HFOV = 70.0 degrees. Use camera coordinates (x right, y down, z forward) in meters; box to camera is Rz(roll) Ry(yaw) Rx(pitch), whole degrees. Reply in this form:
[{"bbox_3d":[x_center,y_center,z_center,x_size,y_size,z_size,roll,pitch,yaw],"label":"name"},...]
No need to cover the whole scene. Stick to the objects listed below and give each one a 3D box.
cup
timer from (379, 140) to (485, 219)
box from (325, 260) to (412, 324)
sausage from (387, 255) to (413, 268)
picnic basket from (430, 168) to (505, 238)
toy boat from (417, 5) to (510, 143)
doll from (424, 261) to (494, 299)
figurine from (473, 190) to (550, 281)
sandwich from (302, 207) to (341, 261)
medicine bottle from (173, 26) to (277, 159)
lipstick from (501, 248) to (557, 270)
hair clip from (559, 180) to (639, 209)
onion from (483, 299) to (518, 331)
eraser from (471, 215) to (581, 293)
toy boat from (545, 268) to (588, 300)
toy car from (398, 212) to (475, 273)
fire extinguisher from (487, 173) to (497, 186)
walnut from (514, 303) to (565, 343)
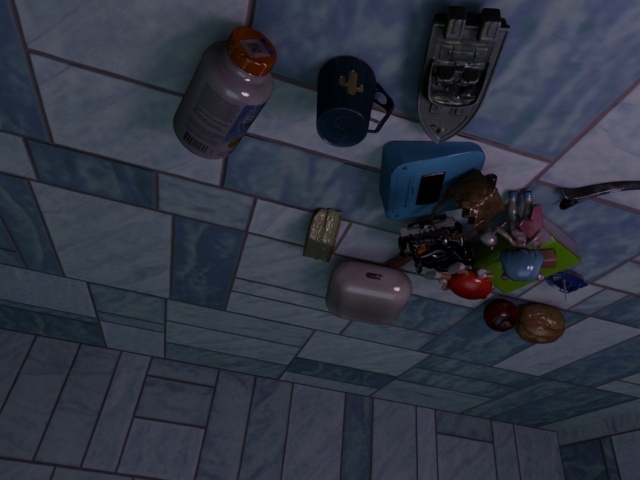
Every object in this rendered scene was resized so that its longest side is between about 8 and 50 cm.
[{"bbox_3d":[0.071,-0.287,0.979,0.176,0.155,0.131,13,146,-7],"label":"cup"},{"bbox_3d":[0.290,-0.166,1.217,0.249,0.092,0.232,-6,145,-2],"label":"timer"},{"bbox_3d":[0.167,0.196,1.658,0.288,0.141,0.349,9,152,1],"label":"box"},{"bbox_3d":[0.289,0.058,1.554,0.041,0.036,0.158,15,145,-26],"label":"sausage"},{"bbox_3d":[0.371,-0.078,1.180,0.178,0.128,0.137,-41,138,7],"label":"picnic basket"},{"bbox_3d":[0.276,-0.322,0.948,0.141,0.092,0.320,6,147,5],"label":"toy boat"},{"bbox_3d":[0.456,0.125,1.423,0.217,0.085,0.183,25,150,-23],"label":"doll"},{"bbox_3d":[0.532,-0.007,1.263,0.205,0.103,0.261,-2,104,17],"label":"figurine"},{"bbox_3d":[0.000,0.000,1.473,0.094,0.096,0.258,14,143,-1],"label":"sandwich"},{"bbox_3d":[-0.201,-0.314,0.984,0.156,0.157,0.288,24,142,-24],"label":"medicine bottle"},{"bbox_3d":[0.610,0.057,1.341,0.145,0.045,0.045,-5,137,18],"label":"lipstick"},{"bbox_3d":[0.755,-0.128,1.199,0.229,0.039,0.070,-9,142,20],"label":"hair clip"},{"bbox_3d":[0.692,0.287,1.746,0.131,0.131,0.131,5,146,3],"label":"onion"},{"bbox_3d":[0.629,0.049,1.433,0.210,0.092,0.274,30,138,-26],"label":"eraser"},{"bbox_3d":[0.821,0.152,1.534,0.174,0.110,0.091,24,142,-21],"label":"toy boat"},{"bbox_3d":[0.353,0.020,1.386,0.192,0.118,0.301,-14,156,24],"label":"toy car"},{"bbox_3d":[0.449,-0.137,1.243,0.046,0.032,0.100,-7,139,2],"label":"fire extinguisher"},{"bbox_3d":[0.842,0.320,1.744,0.183,0.156,0.156,5,146,-1],"label":"walnut"}]
